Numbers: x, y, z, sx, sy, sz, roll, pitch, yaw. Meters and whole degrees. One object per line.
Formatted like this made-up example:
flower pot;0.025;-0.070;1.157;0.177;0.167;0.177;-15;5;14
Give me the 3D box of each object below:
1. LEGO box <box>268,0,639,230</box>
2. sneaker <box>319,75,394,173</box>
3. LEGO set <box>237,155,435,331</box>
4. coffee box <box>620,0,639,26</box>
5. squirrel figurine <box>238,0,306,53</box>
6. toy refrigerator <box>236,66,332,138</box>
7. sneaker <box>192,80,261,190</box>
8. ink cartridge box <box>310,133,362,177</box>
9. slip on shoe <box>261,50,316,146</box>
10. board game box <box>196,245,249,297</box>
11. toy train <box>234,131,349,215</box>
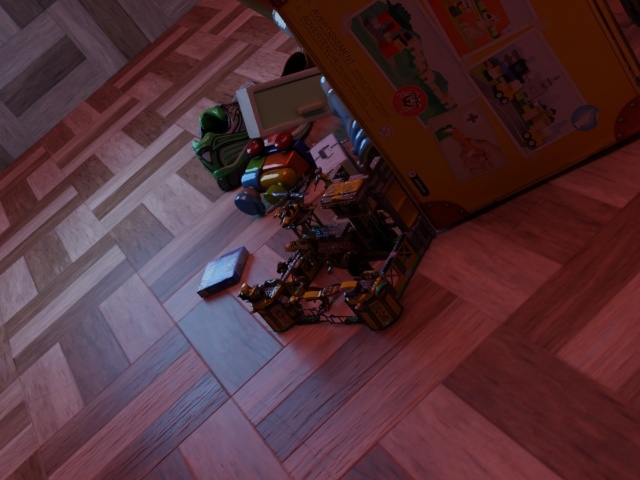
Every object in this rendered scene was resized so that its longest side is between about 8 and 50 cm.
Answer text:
LEGO box;0.200;-0.310;1.371;0.372;0.500;0.193;-26;30;22
sneaker;0.100;-0.203;1.762;0.127;0.208;0.319;-28;-8;12
LEGO set;0.000;0.000;1.480;0.331;0.192;0.255;1;47;52
coffee box;0.512;-0.467;1.503;0.141;0.246;0.098;-34;28;9
squirrel figurine;0.080;-0.579;2.060;0.281;0.397;0.370;45;112;36
toy refrigerator;-0.021;-0.291;1.928;0.269;0.102;0.094;-19;10;-17
sneaker;-0.189;-0.271;2.185;0.134;0.146;0.344;-24;30;27
ink cartridge box;0.039;-0.119;1.718;0.056;0.099;0.135;-36;26;7
slip on shoe;-0.074;-0.307;2.147;0.123;0.101;0.331;-17;36;34
board game box;-0.183;0.059;1.808;0.090;0.020;0.090;-24;29;27
toy train;-0.061;-0.127;1.866;0.248;0.105;0.143;-6;52;47
